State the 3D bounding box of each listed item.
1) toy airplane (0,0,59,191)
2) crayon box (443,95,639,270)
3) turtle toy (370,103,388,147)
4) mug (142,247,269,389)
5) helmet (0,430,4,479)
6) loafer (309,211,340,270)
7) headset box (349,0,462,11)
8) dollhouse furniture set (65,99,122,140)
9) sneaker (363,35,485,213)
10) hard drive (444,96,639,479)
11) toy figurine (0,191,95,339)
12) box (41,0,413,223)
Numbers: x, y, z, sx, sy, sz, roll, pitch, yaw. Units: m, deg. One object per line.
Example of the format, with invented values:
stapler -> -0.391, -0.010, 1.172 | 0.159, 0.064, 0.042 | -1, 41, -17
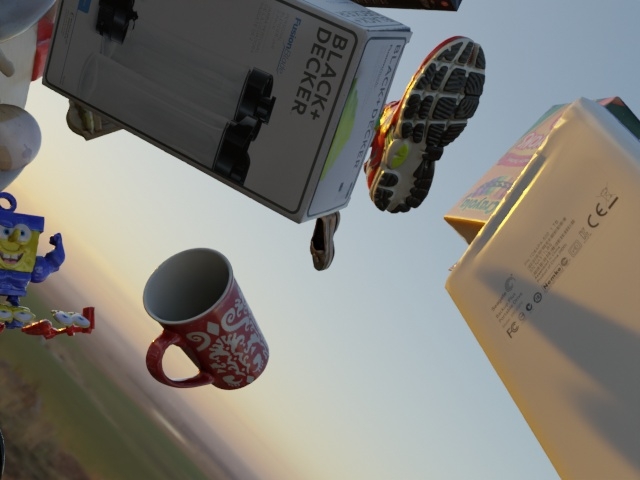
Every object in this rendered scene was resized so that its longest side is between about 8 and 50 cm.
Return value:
toy airplane -> -0.433, -0.208, 1.258 | 0.272, 0.384, 0.386 | 55, 7, 21
crayon box -> 0.315, -0.078, 1.421 | 0.081, 0.318, 0.202 | 46, -7, -12
turtle toy -> 0.065, -0.168, 1.408 | 0.095, 0.130, 0.066 | -28, -89, 45
mug -> -0.148, 0.114, 1.164 | 0.113, 0.150, 0.169 | 48, -11, 42
helmet -> -0.435, 0.262, 1.021 | 0.169, 0.162, 0.169 | 19, 9, -3
loafer -> 0.000, 0.000, 1.534 | 0.045, 0.039, 0.125 | 32, -50, 27
headset box -> 0.062, -0.457, 1.413 | 0.293, 0.110, 0.218 | 14, -20, 36
dollhouse furniture set -> -0.252, -0.231, 1.013 | 0.161, 0.101, 0.182 | 60, -20, 24
sneaker -> 0.126, -0.171, 1.303 | 0.107, 0.279, 0.118 | 9, 37, -28
hard drive -> 0.220, 0.064, 0.695 | 0.040, 0.210, 0.319 | 14, 32, -31
toy figurine -> -0.531, 0.029, 1.461 | 0.362, 0.217, 0.191 | 10, -17, -37
box -> -0.087, -0.155, 0.798 | 0.290, 0.169, 0.087 | 29, 23, 20
